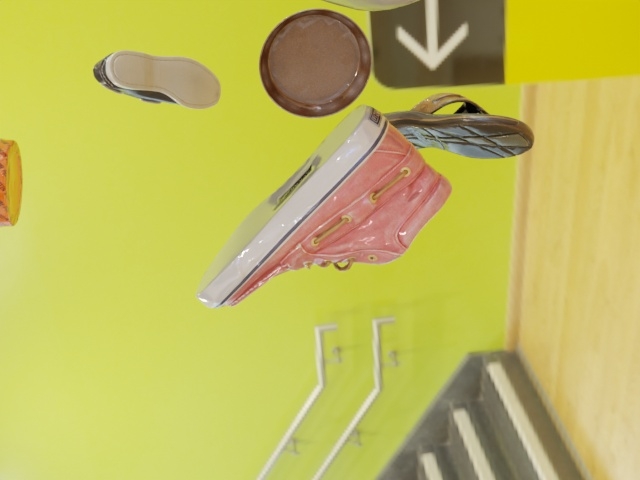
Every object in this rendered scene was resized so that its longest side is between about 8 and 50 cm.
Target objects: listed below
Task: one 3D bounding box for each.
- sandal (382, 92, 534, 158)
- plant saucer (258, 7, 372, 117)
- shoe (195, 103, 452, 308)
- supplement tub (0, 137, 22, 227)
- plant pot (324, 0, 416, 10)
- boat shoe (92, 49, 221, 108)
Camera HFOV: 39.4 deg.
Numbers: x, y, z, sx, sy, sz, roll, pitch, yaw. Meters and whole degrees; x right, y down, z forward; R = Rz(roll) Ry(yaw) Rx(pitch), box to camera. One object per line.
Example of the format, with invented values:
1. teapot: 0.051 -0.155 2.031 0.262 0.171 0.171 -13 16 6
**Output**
1. sandal: 0.144 -0.140 1.043 0.090 0.219 0.060 29 -105 -46
2. plant saucer: -0.008 -0.264 1.323 0.029 0.168 0.168 -106 11 -57
3. shoe: 0.000 0.000 0.582 0.081 0.178 0.063 39 -158 -17
4. supplement tub: -0.411 -0.062 0.918 0.117 0.190 0.117 -179 90 -81
5. plant pot: -0.024 -0.272 0.464 0.280 0.323 0.323 24 -135 -44
6. boat shoe: -0.150 -0.147 0.827 0.038 0.125 0.046 3 92 46
